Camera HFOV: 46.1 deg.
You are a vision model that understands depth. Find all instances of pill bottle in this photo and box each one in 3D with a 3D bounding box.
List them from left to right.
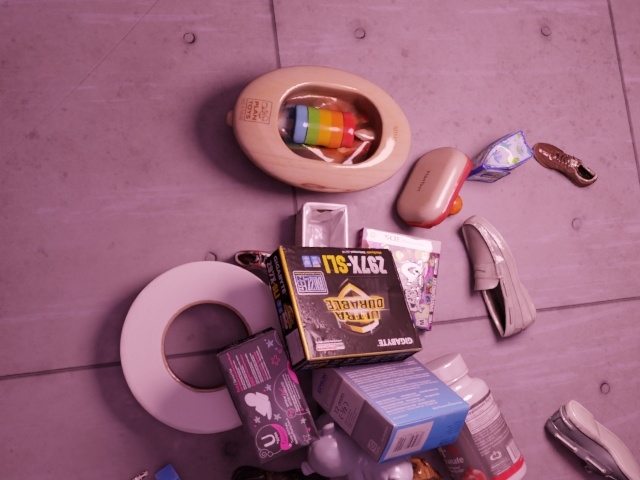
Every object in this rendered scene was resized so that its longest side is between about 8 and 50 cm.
[{"bbox_3d":[0.346,0.437,1.795,0.176,0.176,0.318,-26,88,-16],"label":"pill bottle"}]

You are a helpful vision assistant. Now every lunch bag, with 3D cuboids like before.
[{"bbox_3d":[0.452,-0.206,1.943,0.151,0.129,0.096,-26,88,-17],"label":"lunch bag"}]

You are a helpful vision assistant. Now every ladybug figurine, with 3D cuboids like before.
[{"bbox_3d":[-0.007,-0.260,1.819,0.449,0.162,0.305,10,80,-13],"label":"ladybug figurine"}]

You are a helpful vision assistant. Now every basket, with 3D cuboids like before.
[{"bbox_3d":[0.000,0.000,1.813,0.113,0.103,0.167,2,82,-14],"label":"basket"}]

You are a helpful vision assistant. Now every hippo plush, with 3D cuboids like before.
[{"bbox_3d":[0.074,0.508,1.683,0.236,0.294,0.234,16,111,-4],"label":"hippo plush"}]

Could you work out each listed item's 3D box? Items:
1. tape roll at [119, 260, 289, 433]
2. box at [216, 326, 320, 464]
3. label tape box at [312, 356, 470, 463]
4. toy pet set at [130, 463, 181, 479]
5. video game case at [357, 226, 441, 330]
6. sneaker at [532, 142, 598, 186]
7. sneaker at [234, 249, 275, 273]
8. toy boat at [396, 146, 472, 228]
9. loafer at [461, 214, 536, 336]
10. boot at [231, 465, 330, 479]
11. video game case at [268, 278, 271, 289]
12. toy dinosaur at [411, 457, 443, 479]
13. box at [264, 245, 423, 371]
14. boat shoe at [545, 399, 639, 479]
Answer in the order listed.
[{"bbox_3d":[-0.257,0.241,1.715,0.392,0.072,0.392,1,85,-11],"label":"tape roll"},{"bbox_3d":[-0.119,0.327,1.614,0.142,0.163,0.247,-21,88,-9],"label":"box"},{"bbox_3d":[0.123,0.328,1.689,0.249,0.347,0.115,-1,117,-41],"label":"label tape box"},{"bbox_3d":[-0.358,0.559,1.659,0.114,0.065,0.122,-33,91,-16],"label":"toy pet set"},{"bbox_3d":[0.187,0.097,1.876,0.210,0.042,0.232,11,79,-11],"label":"video game case"},{"bbox_3d":[0.665,-0.213,2.027,0.188,0.071,0.066,30,76,-9],"label":"sneaker"},{"bbox_3d":[-0.131,0.051,1.769,0.158,0.065,0.061,1,84,9],"label":"sneaker"},{"bbox_3d":[0.308,-0.119,1.906,0.151,0.151,0.231,38,73,-37],"label":"toy boat"},{"bbox_3d":[0.437,0.091,1.904,0.111,0.112,0.319,-27,89,-25],"label":"loafer"},{"bbox_3d":[-0.076,0.556,1.644,0.263,0.229,0.091,9,80,-12],"label":"boot"},{"bbox_3d":[-0.031,0.178,1.820,0.201,0.023,0.183,5,81,-13],"label":"video game case"},{"bbox_3d":[0.225,0.544,1.762,0.112,0.211,0.064,47,114,31],"label":"toy dinosaur"},{"bbox_3d":[0.052,0.143,1.649,0.322,0.079,0.257,2,60,-37],"label":"box"},{"bbox_3d":[0.708,0.541,1.929,0.319,0.116,0.099,44,117,-11],"label":"boat shoe"}]
